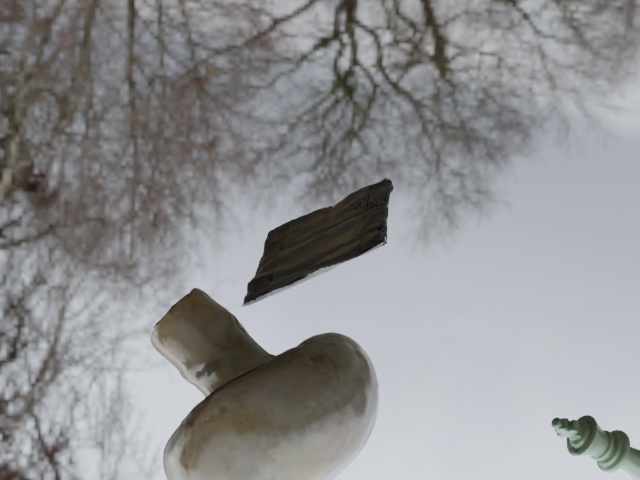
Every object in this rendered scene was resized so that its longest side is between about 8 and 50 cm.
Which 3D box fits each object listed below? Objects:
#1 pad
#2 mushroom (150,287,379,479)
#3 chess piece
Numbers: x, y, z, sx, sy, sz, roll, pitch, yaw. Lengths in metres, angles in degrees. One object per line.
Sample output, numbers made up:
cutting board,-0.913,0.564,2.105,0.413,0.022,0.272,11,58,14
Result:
pad,0.000,-0.001,1.375,0.174,0.022,0.233,-24,-166,13
mushroom,-0.059,0.153,1.100,0.209,0.206,0.206,29,-153,31
chess piece,0.271,0.194,1.126,0.149,0.059,0.059,28,-169,-18
